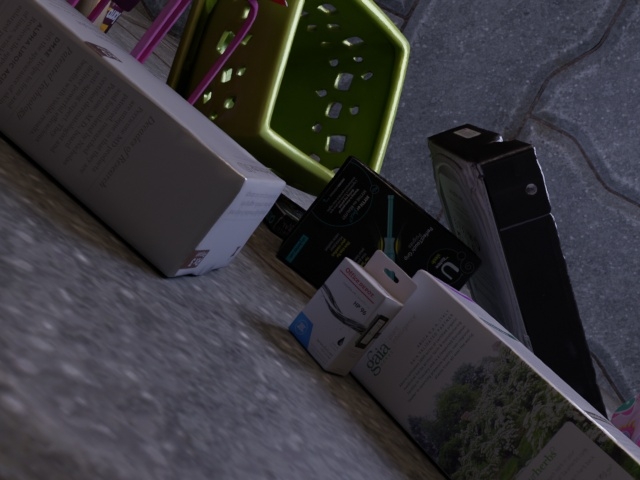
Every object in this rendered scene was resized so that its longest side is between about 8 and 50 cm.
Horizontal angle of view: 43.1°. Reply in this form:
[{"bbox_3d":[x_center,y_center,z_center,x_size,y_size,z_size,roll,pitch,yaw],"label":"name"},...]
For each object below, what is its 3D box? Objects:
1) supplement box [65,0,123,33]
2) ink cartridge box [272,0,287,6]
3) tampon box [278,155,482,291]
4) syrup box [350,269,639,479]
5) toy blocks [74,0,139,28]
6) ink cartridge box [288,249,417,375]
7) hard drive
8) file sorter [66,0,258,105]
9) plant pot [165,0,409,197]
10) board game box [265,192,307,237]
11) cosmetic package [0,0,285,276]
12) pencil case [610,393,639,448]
[{"bbox_3d":[-0.315,-0.398,1.200,0.081,0.188,0.104,39,7,-5],"label":"supplement box"},{"bbox_3d":[-0.111,-0.284,0.736,0.179,0.045,0.145,55,-3,-27],"label":"ink cartridge box"},{"bbox_3d":[0.057,0.010,0.813,0.161,0.120,0.101,39,7,-4],"label":"tampon box"},{"bbox_3d":[0.134,0.132,0.557,0.237,0.093,0.096,44,9,35],"label":"syrup box"},{"bbox_3d":[-0.274,-0.450,0.958,0.288,0.309,0.260,35,51,-33],"label":"toy blocks"},{"bbox_3d":[0.022,0.047,0.565,0.048,0.083,0.028,44,9,36],"label":"ink cartridge box"},{"bbox_3d":[0.206,0.052,0.866,0.237,0.064,0.339,-109,179,-75],"label":"hard drive"},{"bbox_3d":[-0.224,-0.240,0.716,0.290,0.182,0.202,39,7,4],"label":"file sorter"},{"bbox_3d":[-0.053,-0.184,0.974,0.207,0.228,0.227,6,-14,37],"label":"plant pot"},{"bbox_3d":[0.000,0.000,0.963,0.186,0.026,0.126,35,9,-30],"label":"board game box"},{"bbox_3d":[-0.142,-0.080,0.543,0.231,0.085,0.117,38,8,6],"label":"cosmetic package"},{"bbox_3d":[0.388,0.251,0.854,0.124,0.124,0.284,39,14,3],"label":"pencil case"}]
